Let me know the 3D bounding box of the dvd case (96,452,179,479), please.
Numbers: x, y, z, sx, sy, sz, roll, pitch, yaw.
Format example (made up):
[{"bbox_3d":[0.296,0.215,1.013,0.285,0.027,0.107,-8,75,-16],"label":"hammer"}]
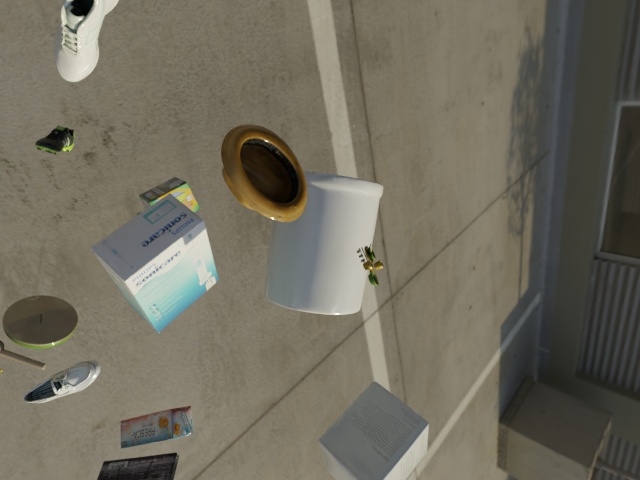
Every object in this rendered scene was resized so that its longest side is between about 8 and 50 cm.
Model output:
[{"bbox_3d":[-0.375,0.528,0.796,0.221,0.165,0.018,-93,173,-53],"label":"dvd case"}]

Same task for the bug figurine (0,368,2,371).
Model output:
[{"bbox_3d":[-1.138,0.438,1.251,0.278,0.217,0.072,-73,-171,-50],"label":"bug figurine"}]

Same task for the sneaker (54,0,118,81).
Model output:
[{"bbox_3d":[-0.301,-0.264,0.515,0.054,0.061,0.152,28,120,-19],"label":"sneaker"}]

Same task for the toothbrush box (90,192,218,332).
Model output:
[{"bbox_3d":[-0.386,0.064,1.028,0.216,0.126,0.295,-44,162,-27],"label":"toothbrush box"}]

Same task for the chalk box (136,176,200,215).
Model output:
[{"bbox_3d":[-0.617,-0.139,1.652,0.213,0.132,0.131,-36,127,-25],"label":"chalk box"}]

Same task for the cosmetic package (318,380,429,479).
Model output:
[{"bbox_3d":[0.117,0.444,0.898,0.184,0.152,0.151,-36,137,-28],"label":"cosmetic package"}]

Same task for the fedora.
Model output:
[{"bbox_3d":[-0.110,-0.111,0.747,0.194,0.079,0.194,26,53,-41],"label":"fedora"}]

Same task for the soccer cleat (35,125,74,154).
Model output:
[{"bbox_3d":[-0.724,-0.278,1.140,0.060,0.179,0.072,16,102,-16],"label":"soccer cleat"}]

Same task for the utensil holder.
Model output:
[{"bbox_3d":[0.000,0.000,1.276,0.328,0.328,0.384,4,97,-48],"label":"utensil holder"}]

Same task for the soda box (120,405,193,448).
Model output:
[{"bbox_3d":[-0.368,0.418,0.932,0.058,0.183,0.062,20,53,-54],"label":"soda box"}]

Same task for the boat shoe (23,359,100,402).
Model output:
[{"bbox_3d":[-0.805,0.452,1.302,0.227,0.083,0.076,-31,172,0],"label":"boat shoe"}]

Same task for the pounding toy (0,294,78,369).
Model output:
[{"bbox_3d":[-0.823,0.278,1.199,0.183,0.236,0.110,25,121,-14],"label":"pounding toy"}]

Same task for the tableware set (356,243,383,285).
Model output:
[{"bbox_3d":[0.131,0.060,1.025,0.103,0.024,0.154,67,16,3],"label":"tableware set"}]
